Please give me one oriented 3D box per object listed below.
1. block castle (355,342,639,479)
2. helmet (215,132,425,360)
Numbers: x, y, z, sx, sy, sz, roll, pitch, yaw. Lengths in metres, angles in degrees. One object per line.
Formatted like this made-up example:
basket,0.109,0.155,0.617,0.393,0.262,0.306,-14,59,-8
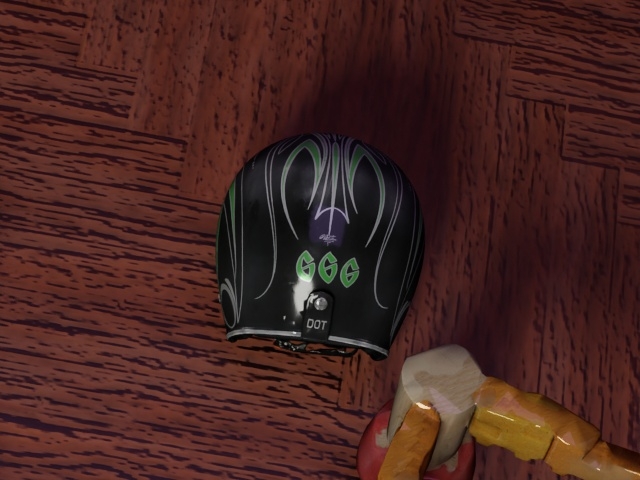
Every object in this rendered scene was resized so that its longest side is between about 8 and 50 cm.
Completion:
block castle,0.101,0.323,1.038,0.303,0.213,0.453,22,61,7
helmet,0.000,0.000,1.212,0.169,0.169,0.161,8,81,-4
